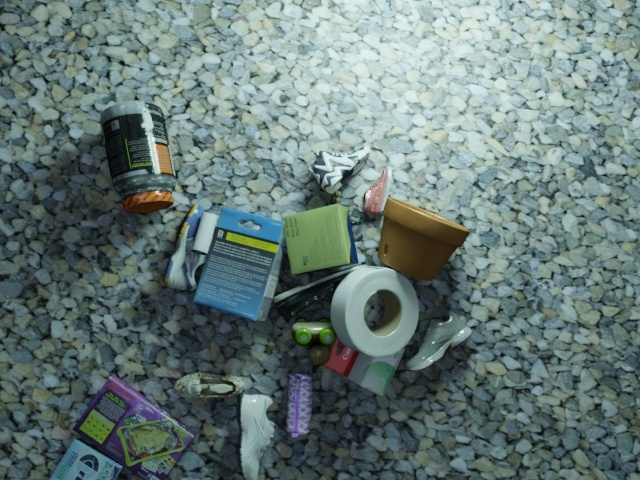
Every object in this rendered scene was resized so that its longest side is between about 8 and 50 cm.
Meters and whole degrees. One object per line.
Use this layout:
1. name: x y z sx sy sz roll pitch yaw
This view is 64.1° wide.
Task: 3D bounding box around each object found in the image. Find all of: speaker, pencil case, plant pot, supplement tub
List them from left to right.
1. supplement tub: -0.604 -0.274 1.715 0.207 0.207 0.338 -11 84 -3
2. speaker: -0.384 -0.023 1.697 0.055 0.055 0.136 13 74 0
3. pencil case: -0.070 0.540 1.706 0.086 0.088 0.206 1 85 1
4. plant pot: 0.319 0.002 1.697 0.290 0.291 0.204 21 101 1

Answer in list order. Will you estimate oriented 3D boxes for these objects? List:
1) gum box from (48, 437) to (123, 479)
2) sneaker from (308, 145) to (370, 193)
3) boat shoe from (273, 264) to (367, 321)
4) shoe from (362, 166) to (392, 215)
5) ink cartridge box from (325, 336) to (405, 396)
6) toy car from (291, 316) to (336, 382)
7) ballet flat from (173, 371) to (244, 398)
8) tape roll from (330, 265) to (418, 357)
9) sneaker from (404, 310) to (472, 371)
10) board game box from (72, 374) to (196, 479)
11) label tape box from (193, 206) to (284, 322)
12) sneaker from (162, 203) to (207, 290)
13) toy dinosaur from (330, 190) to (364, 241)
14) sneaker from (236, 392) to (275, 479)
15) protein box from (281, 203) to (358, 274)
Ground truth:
1. gum box: -0.762 0.760 1.656 0.184 0.041 0.157 25 75 13
2. sneaker: 0.056 -0.284 1.793 0.153 0.094 0.235 41 74 14
3. boat shoe: 0.012 0.182 1.727 0.339 0.127 0.113 -21 85 -2
4. shoe: 0.199 -0.180 1.802 0.081 0.063 0.178 11 88 -6
5. ink cartridge box: 0.150 0.400 1.747 0.224 0.056 0.181 26 83 0
6. toy car: -0.023 0.366 1.703 0.148 0.155 0.189 1 97 -5
7. ballet flat: -0.376 0.486 1.707 0.240 0.077 0.091 -4 85 -2
8. tape roll: 0.177 0.227 1.651 0.286 0.100 0.286 0 90 -26
9. sneaker: 0.381 0.343 1.747 0.262 0.099 0.121 -33 78 -12
10. board game box: -0.616 0.634 1.700 0.346 0.056 0.208 35 88 2
11. label tape box: -0.255 0.081 1.710 0.240 0.106 0.334 15 83 17
12. sneaker: -0.437 0.028 1.754 0.130 0.112 0.297 19 85 -18
13. toy dinosaur: 0.092 -0.042 1.788 0.118 0.064 0.268 -2 84 12
14. sneaker: -0.211 0.653 1.683 0.129 0.111 0.297 1 88 -17
15. protein box: 0.000 0.000 1.714 0.201 0.136 0.200 -12 84 16
